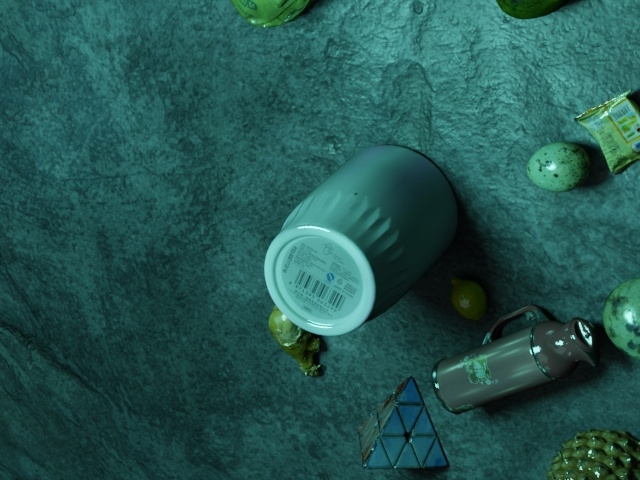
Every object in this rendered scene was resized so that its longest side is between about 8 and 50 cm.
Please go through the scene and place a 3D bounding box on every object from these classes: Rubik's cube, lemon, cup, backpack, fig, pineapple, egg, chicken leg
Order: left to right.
[{"bbox_3d":[-0.071,-0.496,1.856,0.207,0.140,0.253,50,136,3],"label":"backpack"},{"bbox_3d":[-0.041,0.201,2.200,0.085,0.101,0.207,7,136,35],"label":"chicken leg"},{"bbox_3d":[0.075,0.000,1.852,0.253,0.371,0.253,10,116,21],"label":"cup"},{"bbox_3d":[0.197,0.393,2.145,0.178,0.211,0.190,29,103,-7],"label":"Rubik's cube"},{"bbox_3d":[0.273,0.107,1.954,0.065,0.065,0.092,-36,84,39],"label":"lemon"},{"bbox_3d":[0.352,-0.412,1.643,0.156,0.123,0.123,-12,108,-3],"label":"fig"},{"bbox_3d":[0.394,-0.121,1.751,0.110,0.085,0.085,-12,104,45],"label":"egg"},{"bbox_3d":[0.462,0.486,1.818,0.223,0.357,0.223,12,116,26],"label":"pineapple"},{"bbox_3d":[0.555,0.135,1.730,0.182,0.141,0.141,21,122,13],"label":"egg"}]

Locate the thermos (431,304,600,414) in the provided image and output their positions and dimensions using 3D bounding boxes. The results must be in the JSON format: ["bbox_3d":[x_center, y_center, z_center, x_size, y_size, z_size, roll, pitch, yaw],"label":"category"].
[{"bbox_3d":[0.365,0.211,1.926,0.109,0.136,0.330,40,134,-25],"label":"thermos"}]

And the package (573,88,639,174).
[{"bbox_3d":[0.485,-0.176,1.700,0.108,0.031,0.120,-32,97,40],"label":"package"}]
